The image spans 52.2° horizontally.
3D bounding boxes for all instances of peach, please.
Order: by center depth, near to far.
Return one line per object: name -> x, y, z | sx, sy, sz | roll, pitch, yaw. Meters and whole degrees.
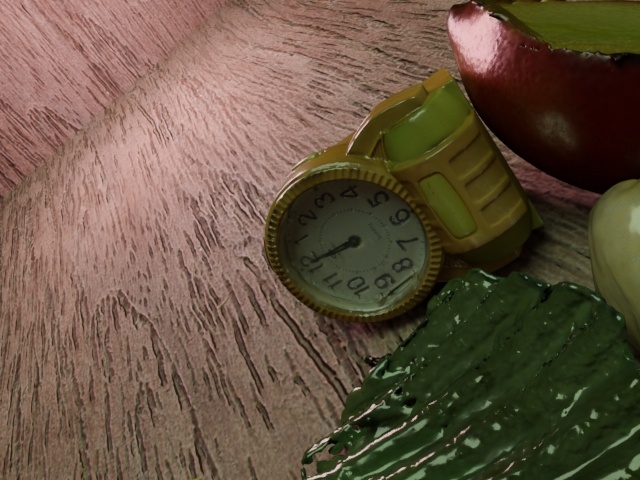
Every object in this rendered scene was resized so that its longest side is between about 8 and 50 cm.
peach -> 0.297, -0.168, 0.760 | 0.362, 0.201, 0.258 | 26, 41, 34

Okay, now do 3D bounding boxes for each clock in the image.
clock -> 0.087, -0.038, 0.834 | 0.317, 0.244, 0.200 | -31, 15, 22

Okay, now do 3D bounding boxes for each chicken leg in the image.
chicken leg -> 0.081, 0.158, 0.797 | 0.036, 0.021, 0.083 | -53, 33, 10

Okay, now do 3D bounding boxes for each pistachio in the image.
pistachio -> 0.332, 0.030, 0.623 | 0.145, 0.117, 0.200 | 119, 145, -53

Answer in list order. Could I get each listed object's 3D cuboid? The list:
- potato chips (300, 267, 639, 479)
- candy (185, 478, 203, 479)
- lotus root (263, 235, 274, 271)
potato chips -> 0.134, 0.208, 0.612 | 0.389, 0.097, 0.373 | -53, 40, -7
candy -> -0.135, 0.393, 0.634 | 0.088, 0.146, 0.276 | -20, 38, 27
lotus root -> 0.000, 0.000, 0.995 | 0.191, 0.094, 0.108 | -13, 78, 28
